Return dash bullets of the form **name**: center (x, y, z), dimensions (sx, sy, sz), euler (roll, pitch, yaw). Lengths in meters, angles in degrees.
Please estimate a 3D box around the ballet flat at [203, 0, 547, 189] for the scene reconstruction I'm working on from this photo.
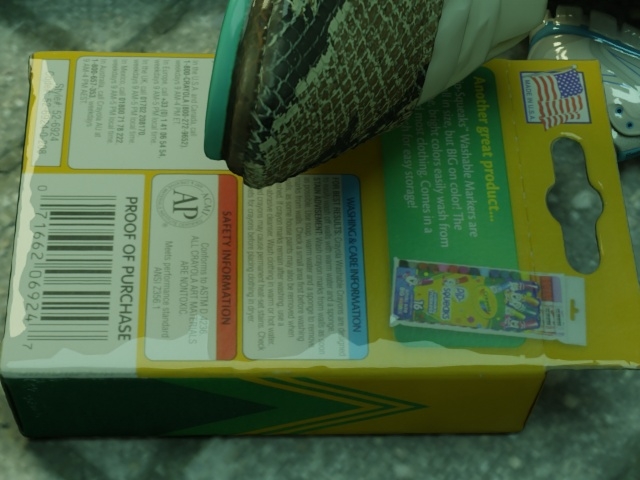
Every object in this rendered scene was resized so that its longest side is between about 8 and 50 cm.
- **ballet flat**: center (0.034, -0.181, 0.733), dimensions (0.182, 0.164, 0.482), euler (9, 33, -9)

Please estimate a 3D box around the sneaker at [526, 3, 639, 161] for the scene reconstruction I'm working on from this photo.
- **sneaker**: center (0.211, -0.078, 0.806), dimensions (0.191, 0.071, 0.082), euler (15, 65, 15)

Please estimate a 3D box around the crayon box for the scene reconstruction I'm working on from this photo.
- **crayon box**: center (0.000, 0.000, 0.728), dimensions (0.323, 0.083, 0.203), euler (0, 58, -3)
